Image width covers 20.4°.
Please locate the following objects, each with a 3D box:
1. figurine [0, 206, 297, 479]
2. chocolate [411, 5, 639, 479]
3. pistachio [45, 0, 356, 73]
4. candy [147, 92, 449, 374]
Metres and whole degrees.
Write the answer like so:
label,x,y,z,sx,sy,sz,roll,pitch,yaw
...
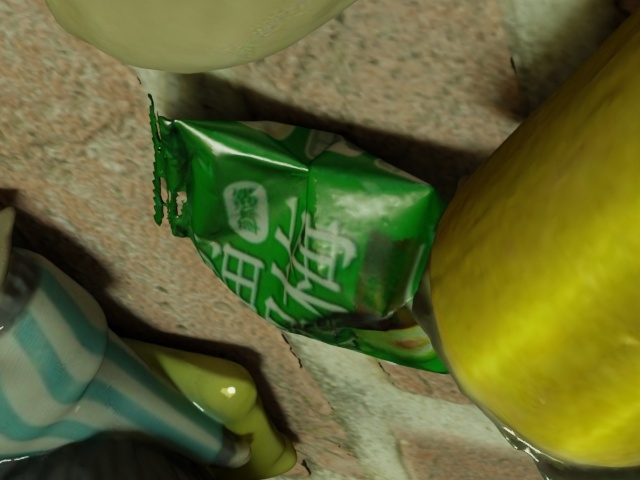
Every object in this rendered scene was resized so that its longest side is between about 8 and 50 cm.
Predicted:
label,x,y,z,sx,sy,sz,roll,pitch,yaw
figurine,-0.209,0.220,1.136,0.266,0.377,0.361,1,151,32
chocolate,0.183,-0.042,0.605,0.162,0.162,0.445,23,153,-9
pistachio,-0.034,-0.127,0.611,0.144,0.144,0.215,26,164,-15
candy,0.002,-0.002,0.901,0.203,0.078,0.141,26,145,11
